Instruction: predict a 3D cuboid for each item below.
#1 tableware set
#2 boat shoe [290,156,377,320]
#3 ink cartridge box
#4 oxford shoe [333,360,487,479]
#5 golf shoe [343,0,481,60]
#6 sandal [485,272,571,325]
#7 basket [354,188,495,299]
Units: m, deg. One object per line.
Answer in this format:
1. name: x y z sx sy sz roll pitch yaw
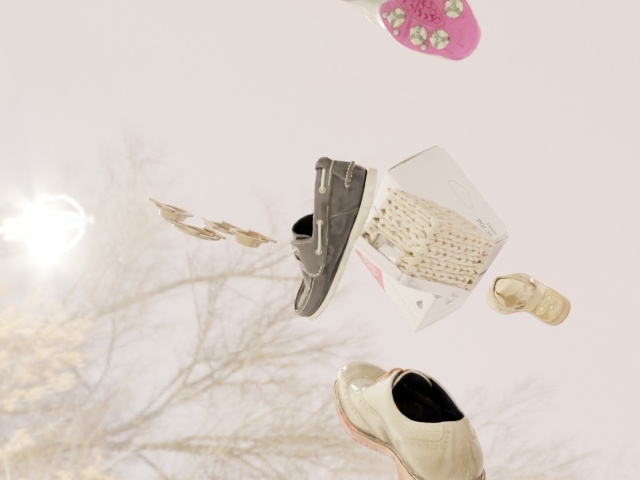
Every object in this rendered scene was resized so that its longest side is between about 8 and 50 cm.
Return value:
1. tableware set: -0.147 -0.020 1.194 0.141 0.168 0.020 25 -80 49
2. boat shoe: 0.000 0.000 1.067 0.084 0.079 0.233 -88 -166 -51
3. ink cartridge box: 0.182 0.002 1.536 0.207 0.117 0.283 55 -23 20
4. oxford shoe: 0.128 0.242 1.309 0.397 0.140 0.147 -150 -127 -62
5. golf shoe: 0.126 -0.346 1.285 0.306 0.140 0.115 42 -74 31
6. sandal: 0.354 0.091 1.622 0.088 0.079 0.240 -60 -156 -4
7. basket: 0.150 0.005 1.240 0.113 0.167 0.103 41 -74 40
